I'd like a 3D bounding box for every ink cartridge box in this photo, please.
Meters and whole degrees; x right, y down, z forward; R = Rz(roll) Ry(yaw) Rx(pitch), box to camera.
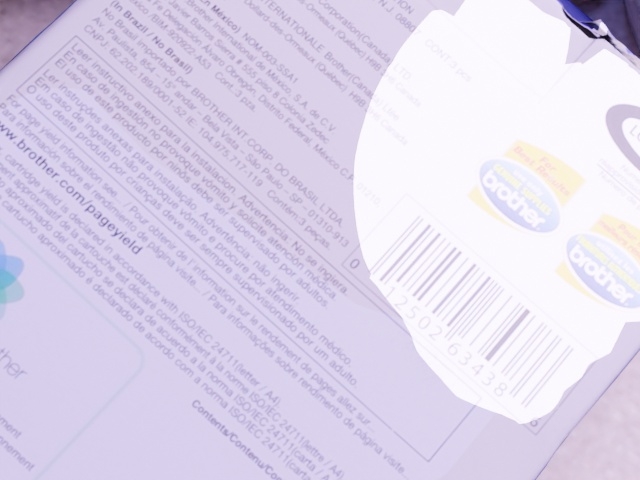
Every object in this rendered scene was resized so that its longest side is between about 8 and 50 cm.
[{"bbox_3d":[0.000,0.000,0.567,0.270,0.151,0.395,42,74,4],"label":"ink cartridge box"}]

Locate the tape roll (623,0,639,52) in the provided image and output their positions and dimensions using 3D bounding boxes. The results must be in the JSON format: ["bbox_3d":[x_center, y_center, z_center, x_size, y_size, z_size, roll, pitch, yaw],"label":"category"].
[{"bbox_3d":[0.250,-0.199,0.620,0.169,0.246,0.246,-2,67,-1],"label":"tape roll"}]
